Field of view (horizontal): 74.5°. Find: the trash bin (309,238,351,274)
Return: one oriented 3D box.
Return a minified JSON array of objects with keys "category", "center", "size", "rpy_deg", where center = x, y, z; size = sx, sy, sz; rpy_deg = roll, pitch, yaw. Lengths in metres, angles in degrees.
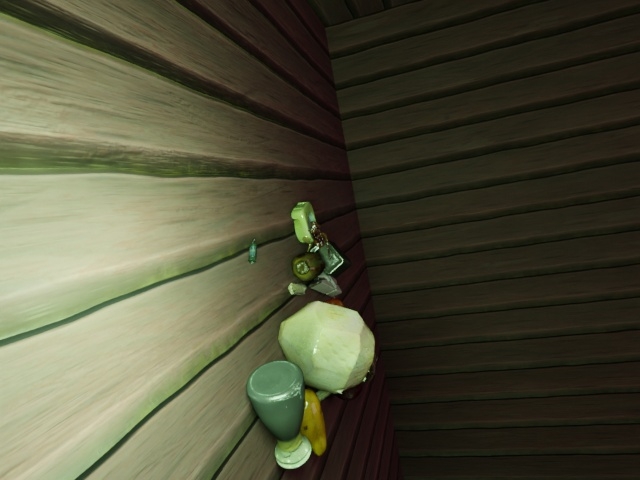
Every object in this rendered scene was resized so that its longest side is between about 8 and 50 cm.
[{"category":"trash bin","center":[0.048,0.084,2.064],"size":[0.164,0.122,0.240],"rpy_deg":[49,4,13]}]

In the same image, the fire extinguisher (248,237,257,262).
[{"category":"fire extinguisher","center":[-0.228,0.036,1.422],"size":[0.038,0.025,0.083],"rpy_deg":[127,-32,-55]}]

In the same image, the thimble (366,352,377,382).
[{"category":"thimble","center":[0.201,0.659,2.311],"size":[0.229,0.196,0.148],"rpy_deg":[48,17,-5]}]

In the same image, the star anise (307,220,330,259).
[{"category":"star anise","center":[0.000,0.000,1.909],"size":[0.097,0.070,0.190],"rpy_deg":[-4,75,-84]}]

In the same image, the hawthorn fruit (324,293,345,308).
[{"category":"hawthorn fruit","center":[0.061,0.347,2.121],"size":[0.125,0.125,0.140],"rpy_deg":[14,56,-73]}]

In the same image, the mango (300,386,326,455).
[{"category":"mango","center":[-0.043,0.673,1.575],"size":[0.157,0.109,0.262],"rpy_deg":[-85,165,-81]}]

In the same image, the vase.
[{"category":"vase","center":[-0.115,0.550,1.309],"size":[0.173,0.173,0.321],"rpy_deg":[-66,150,-63]}]

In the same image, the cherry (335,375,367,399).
[{"category":"cherry","center":[0.128,0.641,2.027],"size":[0.230,0.203,0.300],"rpy_deg":[-80,165,-67]}]

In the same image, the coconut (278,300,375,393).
[{"category":"coconut","center":[0.007,0.387,1.555],"size":[0.352,0.352,0.352],"rpy_deg":[-9,90,-75]}]

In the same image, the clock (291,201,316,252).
[{"category":"clock","center":[-0.067,-0.055,1.972],"size":[0.170,0.069,0.232],"rpy_deg":[-64,143,-65]}]

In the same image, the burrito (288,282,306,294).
[{"category":"burrito","center":[-0.094,0.206,1.780],"size":[0.171,0.042,0.051],"rpy_deg":[18,61,-70]}]

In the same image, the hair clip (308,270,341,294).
[{"category":"hair clip","center":[0.022,0.207,2.093],"size":[0.101,0.085,0.331],"rpy_deg":[66,12,25]}]

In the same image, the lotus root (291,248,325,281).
[{"category":"lotus root","center":[-0.054,0.111,1.828],"size":[0.124,0.123,0.241],"rpy_deg":[53,16,8]}]

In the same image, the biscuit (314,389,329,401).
[{"category":"biscuit","center":[0.024,0.617,1.740],"size":[0.052,0.150,0.252],"rpy_deg":[53,5,16]}]
